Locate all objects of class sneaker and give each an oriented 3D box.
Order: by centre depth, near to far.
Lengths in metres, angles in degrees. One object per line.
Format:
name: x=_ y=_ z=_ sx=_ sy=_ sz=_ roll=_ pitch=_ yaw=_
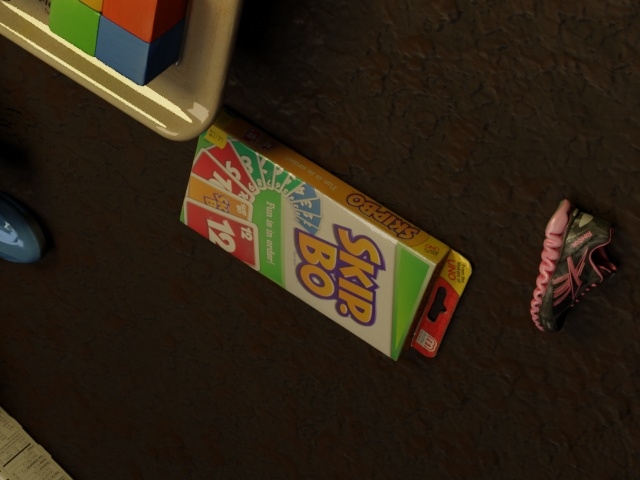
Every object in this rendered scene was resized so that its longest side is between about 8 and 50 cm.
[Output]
sneaker: x=0.195 y=0.027 z=1.191 sx=0.057 sy=0.047 sz=0.119 roll=16 pitch=130 yaw=14
sneaker: x=-0.372 y=-0.024 z=1.560 sx=0.209 sy=0.082 sz=0.069 roll=29 pitch=131 yaw=16

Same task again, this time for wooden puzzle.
wooden puzzle: x=-0.193 y=-0.269 z=1.146 sx=0.322 sy=0.080 sz=0.348 roll=33 pitch=134 yaw=15

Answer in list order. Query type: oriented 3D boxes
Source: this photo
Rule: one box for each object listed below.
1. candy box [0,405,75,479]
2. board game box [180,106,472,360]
candy box: x=-0.379 y=0.271 z=1.778 sx=0.233 sy=0.071 sz=0.159 roll=45 pitch=135 yaw=4
board game box: x=0.000 y=0.000 z=1.327 sx=0.259 sy=0.039 sz=0.124 roll=31 pitch=134 yaw=13
